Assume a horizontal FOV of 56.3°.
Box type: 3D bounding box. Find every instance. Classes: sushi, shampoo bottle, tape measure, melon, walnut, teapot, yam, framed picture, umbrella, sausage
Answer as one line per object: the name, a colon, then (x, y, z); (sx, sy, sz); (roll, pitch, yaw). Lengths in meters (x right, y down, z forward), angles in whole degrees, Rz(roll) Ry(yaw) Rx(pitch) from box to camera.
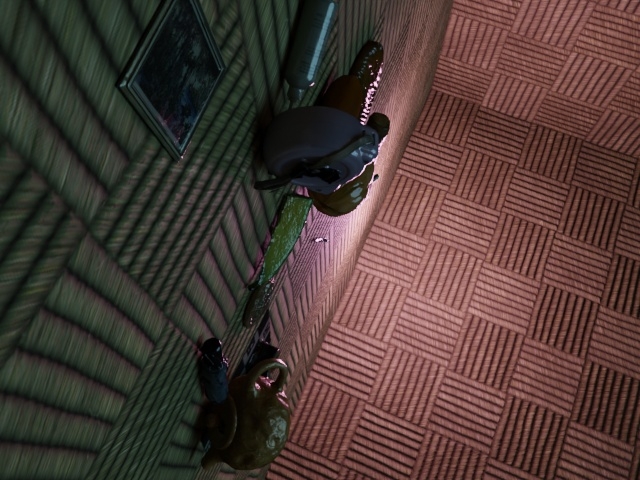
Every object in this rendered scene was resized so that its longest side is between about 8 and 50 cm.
sushi: (-0.167, 0.409, 1.575); (0.296, 0.099, 0.373); (96, 18, -59)
shampoo bottle: (-0.025, -0.293, 0.969); (0.056, 0.056, 0.195); (-40, 150, -71)
tape measure: (-0.011, -0.143, 1.004); (0.196, 0.178, 0.105); (149, -52, -61)
melon: (-0.087, -0.002, 1.291); (0.114, 0.053, 0.262); (70, 41, -65)
walnut: (0.050, -0.150, 1.439); (0.159, 0.159, 0.207); (98, 17, -55)
teapot: (-0.175, 0.387, 1.316); (0.166, 0.203, 0.311); (15, 112, -39)
yam: (0.117, -0.224, 1.757); (0.081, 0.081, 0.357); (-60, 177, -42)
framed picture: (-0.149, -0.179, 0.647); (0.183, 0.011, 0.142); (76, 37, -74)
umbrella: (-0.204, 0.257, 1.170); (0.251, 0.052, 0.053); (100, 15, -53)
sausage: (0.024, -0.244, 1.261); (0.098, 0.098, 0.239); (90, 21, -66)

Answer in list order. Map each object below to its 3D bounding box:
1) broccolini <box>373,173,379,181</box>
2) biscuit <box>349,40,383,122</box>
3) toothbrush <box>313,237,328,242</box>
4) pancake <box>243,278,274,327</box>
broccolini: (0.098, -0.186, 1.648); (0.123, 0.062, 0.271); (-44, 163, 31)
biscuit: (0.101, -0.367, 1.583); (0.318, 0.040, 0.318); (21, 90, -82)
toothbrush: (0.000, 0.000, 1.887); (0.193, 0.019, 0.013); (0, 112, -78)
pancake: (-0.140, 0.142, 1.379); (0.139, 0.022, 0.140); (21, 90, -80)
